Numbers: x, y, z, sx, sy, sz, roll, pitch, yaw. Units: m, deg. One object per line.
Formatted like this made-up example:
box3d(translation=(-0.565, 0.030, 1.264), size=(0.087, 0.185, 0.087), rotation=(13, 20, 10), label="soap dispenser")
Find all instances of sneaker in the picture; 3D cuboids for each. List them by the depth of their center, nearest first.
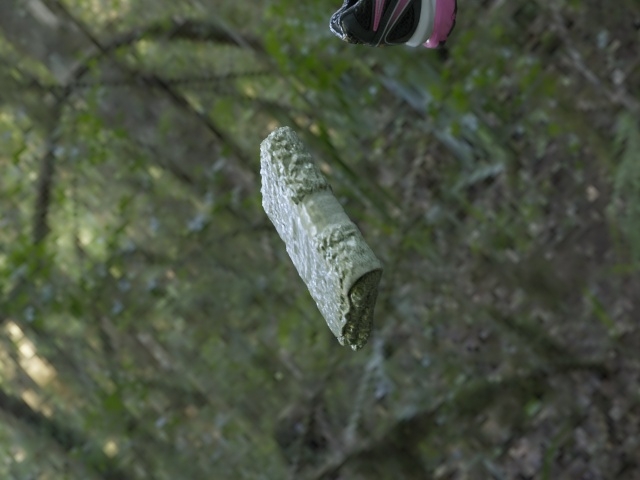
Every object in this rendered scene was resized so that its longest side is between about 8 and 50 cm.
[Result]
box3d(translation=(0.030, -0.196, 0.964), size=(0.077, 0.178, 0.072), rotation=(-10, 5, -12), label="sneaker")

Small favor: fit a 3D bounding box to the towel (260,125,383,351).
box3d(translation=(0.000, 0.000, 0.936), size=(0.027, 0.110, 0.148), rotation=(-28, -15, -8), label="towel")
